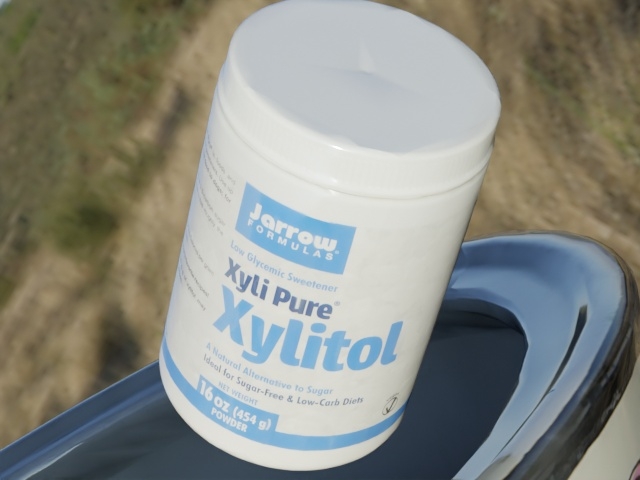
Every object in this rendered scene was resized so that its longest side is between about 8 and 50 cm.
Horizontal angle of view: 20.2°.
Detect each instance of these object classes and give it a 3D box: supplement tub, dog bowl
[{"bbox_3d":[0.000,0.000,0.461,0.071,0.071,0.107,-72,-3,-52],"label":"supplement tub"},{"bbox_3d":[-0.052,0.162,0.575,0.408,0.150,0.408,-28,10,5],"label":"dog bowl"}]
